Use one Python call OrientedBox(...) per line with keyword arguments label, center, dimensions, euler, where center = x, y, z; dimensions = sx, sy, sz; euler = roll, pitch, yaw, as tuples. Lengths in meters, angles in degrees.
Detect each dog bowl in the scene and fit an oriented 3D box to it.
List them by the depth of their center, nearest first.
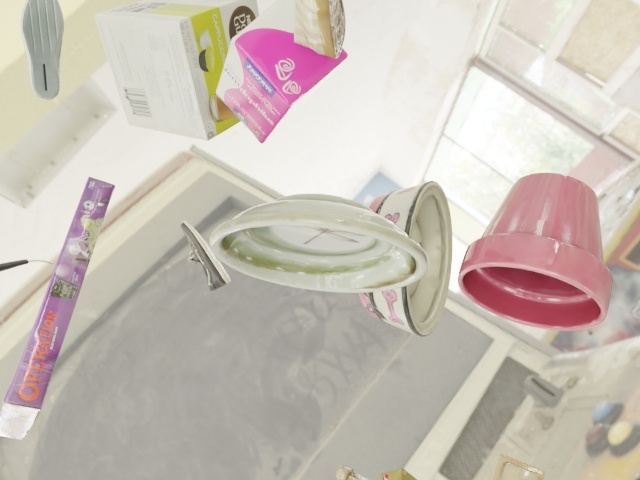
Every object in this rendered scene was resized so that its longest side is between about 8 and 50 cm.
OrientedBox(label="dog bowl", center=(0.228, 0.045, 1.452), dimensions=(0.408, 0.151, 0.407), euler=(-9, -80, -61))

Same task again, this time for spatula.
OrientedBox(label="spatula", center=(-0.802, 0.064, 1.533), dimensions=(0.297, 0.084, 0.030), euler=(-8, -83, -42))

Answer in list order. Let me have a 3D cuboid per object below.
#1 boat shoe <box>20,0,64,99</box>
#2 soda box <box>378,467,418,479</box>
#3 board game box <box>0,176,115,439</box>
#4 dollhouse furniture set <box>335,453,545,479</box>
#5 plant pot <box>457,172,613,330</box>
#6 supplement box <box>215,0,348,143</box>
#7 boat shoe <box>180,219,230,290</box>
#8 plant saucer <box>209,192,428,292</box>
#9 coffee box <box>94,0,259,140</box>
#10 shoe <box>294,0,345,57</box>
OrientedBox(label="boat shoe", center=(-0.609, -0.425, 1.180), dimensions=(0.083, 0.076, 0.226), euler=(0, -70, -34))
OrientedBox(label="soda box", center=(0.193, 0.524, 1.072), dimensions=(0.061, 0.181, 0.058), euler=(-33, 25, 34))
OrientedBox(label="board game box", center=(-0.393, 0.097, 0.807), dimensions=(0.208, 0.056, 0.346), euler=(-37, 39, 44))
OrientedBox(label="dollhouse furniture set", center=(0.040, 0.368, 0.616), dimensions=(0.355, 0.304, 0.174), euler=(-67, -19, -13))
OrientedBox(label="plant pot", center=(0.323, 0.009, 0.797), dimensions=(0.201, 0.202, 0.180), euler=(100, -168, -66))
OrientedBox(label="supplement box", center=(-0.065, -0.236, 0.777), dimensions=(0.114, 0.111, 0.220), euler=(-45, 8, -15))
OrientedBox(label="boat shoe", center=(-0.318, 0.040, 1.426), dimensions=(0.065, 0.206, 0.075), euler=(-35, -5, -3))
OrientedBox(label="plant saucer", center=(0.000, 0.000, 1.018), dimensions=(0.400, 0.401, 0.100), euler=(94, -177, -69))
OrientedBox(label="coffee box", center=(-0.392, -0.540, 1.642), dimensions=(0.334, 0.338, 0.337), euler=(-44, -41, -42))
OrientedBox(label="shoe", center=(-0.007, -0.274, 0.569), dimensions=(0.219, 0.058, 0.076), euler=(84, -153, -69))
